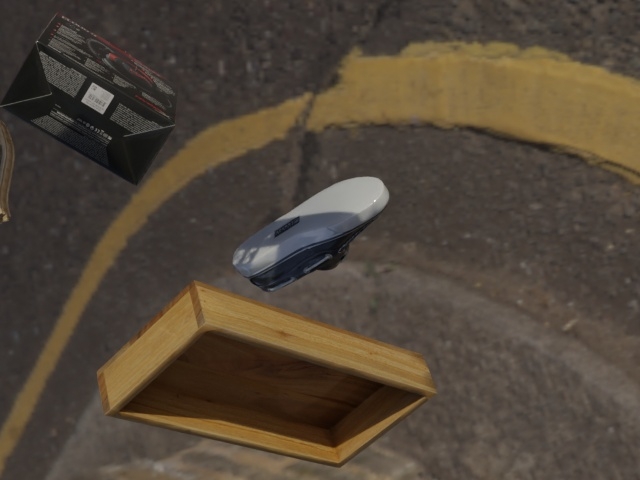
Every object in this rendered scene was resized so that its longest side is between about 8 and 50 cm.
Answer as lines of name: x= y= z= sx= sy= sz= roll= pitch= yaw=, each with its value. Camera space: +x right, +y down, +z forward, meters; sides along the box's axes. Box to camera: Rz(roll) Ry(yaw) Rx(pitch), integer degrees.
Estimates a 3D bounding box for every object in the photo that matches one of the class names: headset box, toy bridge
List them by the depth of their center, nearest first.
toy bridge: x=-0.392 y=-0.103 z=1.504 sx=0.063 sy=0.026 sz=0.188 roll=-27 pitch=68 yaw=14
headset box: x=-0.324 y=-0.213 z=1.847 sx=0.110 sy=0.218 sz=0.293 roll=-56 pitch=15 yaw=13

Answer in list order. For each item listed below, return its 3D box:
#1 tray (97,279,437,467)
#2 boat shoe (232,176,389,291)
tray: x=-0.062 y=0.184 z=1.668 sx=0.203 sy=0.411 sz=0.076 roll=-42 pitch=48 yaw=28
boat shoe: x=0.000 y=0.000 z=2.076 sx=0.301 sy=0.102 sz=0.108 roll=-30 pitch=32 yaw=25
